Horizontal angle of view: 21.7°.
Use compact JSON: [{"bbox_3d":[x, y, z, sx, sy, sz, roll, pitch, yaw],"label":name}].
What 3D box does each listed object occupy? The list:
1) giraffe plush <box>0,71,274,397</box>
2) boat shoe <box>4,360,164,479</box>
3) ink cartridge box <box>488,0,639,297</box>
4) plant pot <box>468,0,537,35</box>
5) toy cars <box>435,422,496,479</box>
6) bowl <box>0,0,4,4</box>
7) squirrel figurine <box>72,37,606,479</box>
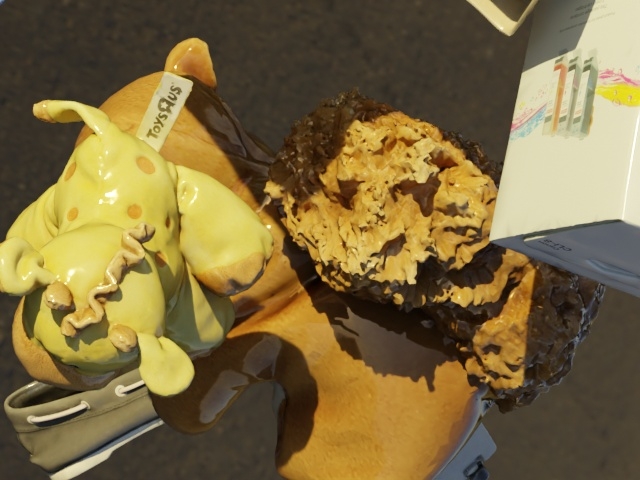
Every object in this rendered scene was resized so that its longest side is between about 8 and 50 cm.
[{"bbox_3d":[-0.129,0.025,1.038,0.170,0.181,0.210,-76,176,-51],"label":"giraffe plush"},{"bbox_3d":[-0.160,0.117,1.585,0.095,0.335,0.112,52,20,-15],"label":"boat shoe"},{"bbox_3d":[0.197,-0.067,0.973,0.128,0.127,0.176,18,77,-26],"label":"ink cartridge box"},{"bbox_3d":[0.115,-0.205,0.956,0.096,0.109,0.109,-44,175,-24],"label":"plant pot"},{"bbox_3d":[0.109,0.154,1.826,0.176,0.087,0.393,24,59,-30],"label":"toy cars"},{"bbox_3d":[-0.448,-0.343,1.526,0.391,0.391,0.077,72,19,-48],"label":"bowl"},{"bbox_3d":[0.000,0.000,1.283,0.370,0.397,0.281,49,42,-13],"label":"squirrel figurine"}]
